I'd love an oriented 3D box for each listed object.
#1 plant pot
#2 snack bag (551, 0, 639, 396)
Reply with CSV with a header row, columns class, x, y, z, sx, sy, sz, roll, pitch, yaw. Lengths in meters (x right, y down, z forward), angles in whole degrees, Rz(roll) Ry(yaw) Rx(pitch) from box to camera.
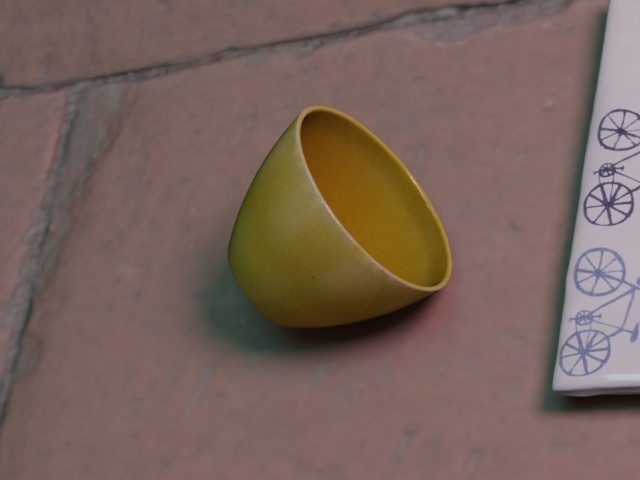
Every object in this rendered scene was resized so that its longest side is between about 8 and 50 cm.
class,x,y,z,sx,sy,sz,roll,pitch,yaw
plant pot,0.000,0.000,1.046,0.095,0.134,0.134,-38,44,25
snack bag,0.317,-0.044,0.989,0.343,0.037,0.323,0,54,23
